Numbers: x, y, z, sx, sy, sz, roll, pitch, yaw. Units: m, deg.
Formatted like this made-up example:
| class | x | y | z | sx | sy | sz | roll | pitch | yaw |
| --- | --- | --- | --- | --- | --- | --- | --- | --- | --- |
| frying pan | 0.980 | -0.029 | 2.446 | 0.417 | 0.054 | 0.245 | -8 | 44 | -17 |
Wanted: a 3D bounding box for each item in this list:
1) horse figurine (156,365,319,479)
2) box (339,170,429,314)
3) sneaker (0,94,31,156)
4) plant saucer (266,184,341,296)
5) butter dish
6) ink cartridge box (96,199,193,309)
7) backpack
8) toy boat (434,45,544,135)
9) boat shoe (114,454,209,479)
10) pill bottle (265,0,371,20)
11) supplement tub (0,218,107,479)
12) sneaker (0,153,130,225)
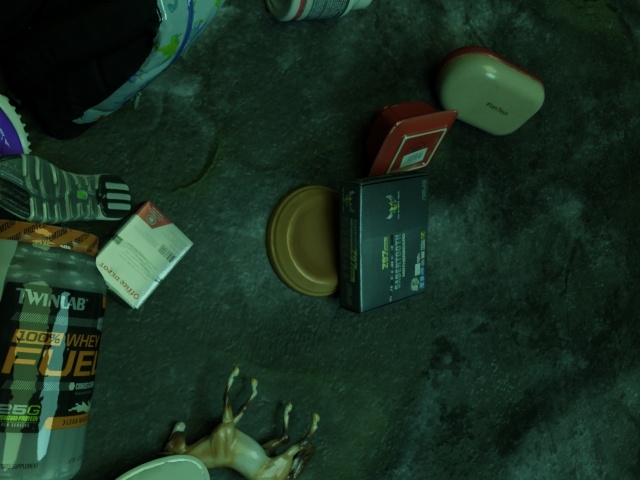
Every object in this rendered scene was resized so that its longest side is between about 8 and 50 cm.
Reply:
| class | x | y | z | sx | sy | sz | roll | pitch | yaw |
| --- | --- | --- | --- | --- | --- | --- | --- | --- | --- |
| horse figurine | -0.108 | 0.325 | 1.126 | 0.263 | 0.066 | 0.174 | 37 | 69 | -25 |
| box | 0.115 | -0.001 | 1.245 | 0.183 | 0.059 | 0.233 | -11 | 106 | -41 |
| sneaker | -0.485 | -0.173 | 0.849 | 0.293 | 0.102 | 0.146 | 65 | 32 | -30 |
| plant saucer | 0.000 | 0.000 | 1.231 | 0.200 | 0.037 | 0.200 | 3 | 85 | -32 |
| butter dish | 0.147 | -0.203 | 1.290 | 0.160 | 0.160 | 0.118 | -17 | 60 | -30 |
| ink cartridge box | -0.276 | 0.023 | 1.045 | 0.099 | 0.056 | 0.135 | 47 | 64 | -20 |
| backpack | -0.282 | -0.318 | 0.888 | 0.273 | 0.355 | 0.290 | -37 | 105 | -29 |
| toy boat | 0.336 | -0.326 | 1.420 | 0.231 | 0.151 | 0.151 | 17 | 48 | -31 |
| boat shoe | -0.301 | 0.423 | 0.991 | 0.319 | 0.099 | 0.116 | -36 | 83 | -31 |
| pill bottle | 0.001 | -0.443 | 1.217 | 0.180 | 0.108 | 0.108 | -14 | 95 | -32 |
| supplement tub | -0.384 | 0.140 | 0.891 | 0.193 | 0.193 | 0.316 | 10 | 82 | -31 |
| sneaker | -0.379 | -0.052 | 0.933 | 0.228 | 0.132 | 0.086 | 11 | 72 | -59 |
